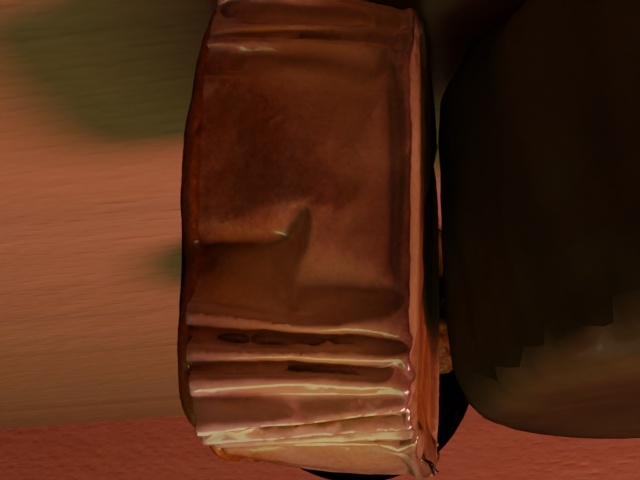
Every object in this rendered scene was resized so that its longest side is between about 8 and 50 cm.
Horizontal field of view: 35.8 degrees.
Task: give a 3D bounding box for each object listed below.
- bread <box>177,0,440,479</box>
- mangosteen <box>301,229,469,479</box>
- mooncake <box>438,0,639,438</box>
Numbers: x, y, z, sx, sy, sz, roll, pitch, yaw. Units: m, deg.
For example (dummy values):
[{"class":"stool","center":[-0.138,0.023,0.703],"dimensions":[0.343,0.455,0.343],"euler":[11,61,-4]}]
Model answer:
[{"class":"bread","center":[-0.001,0.002,0.458],"dimensions":[0.109,0.210,0.192],"euler":[-1,165,8]},{"class":"mangosteen","center":[0.037,0.088,0.824],"dimensions":[0.243,0.243,0.243],"euler":[-3,165,-1]},{"class":"mooncake","center":[0.231,-0.021,0.466],"dimensions":[0.356,0.194,0.356],"euler":[-4,161,-1]}]
